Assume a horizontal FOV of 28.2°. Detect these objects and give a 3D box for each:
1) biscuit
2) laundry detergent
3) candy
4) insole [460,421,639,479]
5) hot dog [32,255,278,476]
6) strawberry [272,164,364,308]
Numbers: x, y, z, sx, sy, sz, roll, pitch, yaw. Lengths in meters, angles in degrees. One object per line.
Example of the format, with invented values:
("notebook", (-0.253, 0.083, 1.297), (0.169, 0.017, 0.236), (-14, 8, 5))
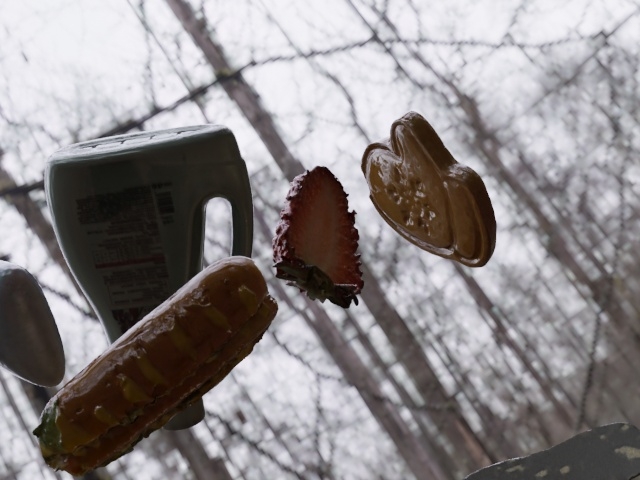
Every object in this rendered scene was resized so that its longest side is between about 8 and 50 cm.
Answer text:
("biscuit", (0.076, -0.041, 0.961), (0.023, 0.140, 0.118), (-30, -61, -26))
("laundry detergent", (-0.202, 0.057, 1.690), (0.264, 0.125, 0.398), (-9, -75, 1))
("candy", (-0.332, 0.078, 1.310), (0.071, 0.174, 0.138), (-30, -66, -33))
("insole", (0.218, 0.253, 1.299), (0.248, 0.081, 0.011), (-25, -35, 8))
("hot dog", (-0.151, 0.123, 1.200), (0.269, 0.072, 0.115), (-42, -26, -7))
("strawberry", (-0.004, 0.004, 1.867), (0.167, 0.208, 0.087), (37, -47, -21))
